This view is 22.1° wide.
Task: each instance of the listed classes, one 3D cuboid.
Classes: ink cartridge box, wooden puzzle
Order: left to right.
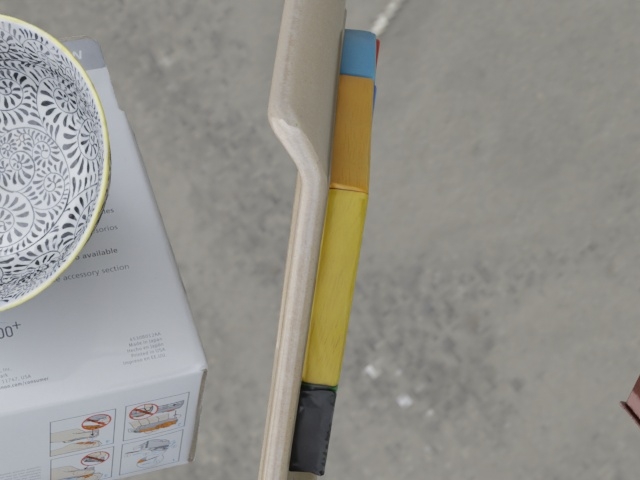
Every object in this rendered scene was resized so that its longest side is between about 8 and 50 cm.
[{"bbox_3d":[-0.256,0.028,1.033,0.130,0.309,0.272,103,152,-55],"label":"ink cartridge box"},{"bbox_3d":[0.000,0.000,0.776,0.044,0.221,0.238,4,122,2],"label":"wooden puzzle"}]

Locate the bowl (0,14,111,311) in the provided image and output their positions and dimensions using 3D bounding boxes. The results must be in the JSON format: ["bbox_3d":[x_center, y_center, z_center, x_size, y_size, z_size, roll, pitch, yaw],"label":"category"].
[{"bbox_3d":[-0.184,-0.040,0.943,0.170,0.170,0.080,45,-172,15],"label":"bowl"}]

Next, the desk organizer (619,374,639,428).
[{"bbox_3d":[0.223,0.083,0.828,0.050,0.130,0.047,-68,29,22],"label":"desk organizer"}]
